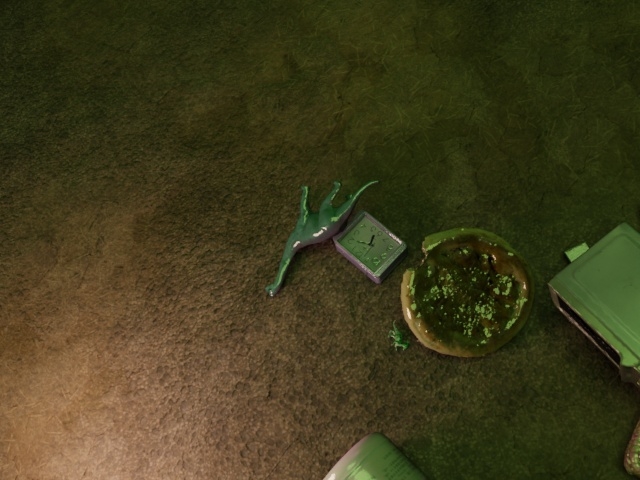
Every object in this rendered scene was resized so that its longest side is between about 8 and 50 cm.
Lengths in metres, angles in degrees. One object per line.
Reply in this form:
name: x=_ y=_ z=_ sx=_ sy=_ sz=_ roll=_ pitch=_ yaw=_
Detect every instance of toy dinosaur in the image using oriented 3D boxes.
toy dinosaur: x=0.000 y=0.000 z=1.917 sx=0.384 sy=0.129 sz=0.330 roll=-10 pitch=62 yaw=41
toy dinosaur: x=0.229 y=0.277 z=1.861 sx=0.062 sy=0.021 sz=0.083 roll=19 pitch=76 yaw=10

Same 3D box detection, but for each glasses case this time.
glasses case: x=0.771 y=0.106 z=1.817 sx=0.071 sy=0.047 sz=0.204 roll=-28 pitch=66 yaw=8

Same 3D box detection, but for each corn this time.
corn: x=0.867 y=0.449 z=1.621 sx=0.127 sy=0.126 sz=0.335 roll=20 pitch=72 yaw=17

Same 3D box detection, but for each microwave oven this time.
microwave oven: x=0.801 y=0.181 z=1.620 sx=0.286 sy=0.218 sz=0.355 roll=-40 pitch=56 yaw=2

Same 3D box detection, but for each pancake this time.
pancake: x=0.398 y=0.145 z=1.780 sx=0.383 sy=0.071 sz=0.381 roll=0 pitch=90 yaw=-7

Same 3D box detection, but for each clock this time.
clock: x=0.150 y=0.018 z=1.953 sx=0.193 sy=0.073 sz=0.144 roll=40 pitch=79 yaw=22

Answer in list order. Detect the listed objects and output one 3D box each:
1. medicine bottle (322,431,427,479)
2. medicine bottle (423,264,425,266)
medicine bottle: x=0.168 y=0.659 z=1.594 sx=0.241 sy=0.241 sz=0.302 roll=-44 pitch=67 yaw=-9
medicine bottle: x=0.366 y=0.092 z=1.864 sx=0.192 sy=0.107 sz=0.107 roll=-34 pitch=66 yaw=-4
